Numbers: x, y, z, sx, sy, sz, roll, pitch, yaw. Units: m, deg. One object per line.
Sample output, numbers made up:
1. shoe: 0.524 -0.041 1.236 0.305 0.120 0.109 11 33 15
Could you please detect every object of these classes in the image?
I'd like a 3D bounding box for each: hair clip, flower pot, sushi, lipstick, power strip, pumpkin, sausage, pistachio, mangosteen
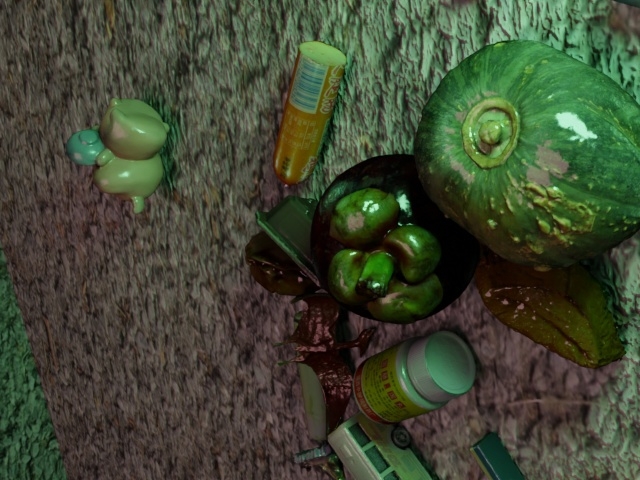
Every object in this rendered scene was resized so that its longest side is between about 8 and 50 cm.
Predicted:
1. hair clip: 0.008 0.496 1.803 0.292 0.106 0.084 142 118 -70
2. flower pot: 0.000 0.000 1.568 0.251 0.179 0.084 44 106 23
3. sushi: 0.358 0.080 1.207 0.287 0.140 0.149 28 121 6
4. lipstick: -0.008 0.297 1.774 0.076 0.076 0.304 13 118 43
5. power strip: 0.331 0.422 1.484 0.123 0.056 0.032 58 140 9
6. pumpkin: 0.297 -0.108 1.102 0.327 0.258 0.291 53 124 31
7. sausage: -0.031 -0.221 1.531 0.093 0.093 0.312 40 134 27
8. pistachio: -0.068 0.054 1.654 0.210 0.165 0.130 21 105 27
9. mangosteen: 0.113 0.011 1.338 0.300 0.300 0.300 23 124 39

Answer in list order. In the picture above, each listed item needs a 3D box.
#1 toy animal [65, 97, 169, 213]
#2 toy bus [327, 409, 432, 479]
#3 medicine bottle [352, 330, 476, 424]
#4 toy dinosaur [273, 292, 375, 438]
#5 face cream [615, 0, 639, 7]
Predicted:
1. toy animal: -0.461 -0.223 1.932 0.221 0.229 0.210 -38 42 10
2. toy bus: 0.163 0.503 1.642 0.342 0.138 0.097 54 136 16
3. medicine bottle: 0.173 0.259 1.510 0.225 0.139 0.139 -35 82 49
4. toy dinosaur: 0.003 0.248 1.652 0.207 0.113 0.327 15 118 -4
5. face cream: 0.473 -0.296 0.962 0.250 0.077 0.077 30 128 35
